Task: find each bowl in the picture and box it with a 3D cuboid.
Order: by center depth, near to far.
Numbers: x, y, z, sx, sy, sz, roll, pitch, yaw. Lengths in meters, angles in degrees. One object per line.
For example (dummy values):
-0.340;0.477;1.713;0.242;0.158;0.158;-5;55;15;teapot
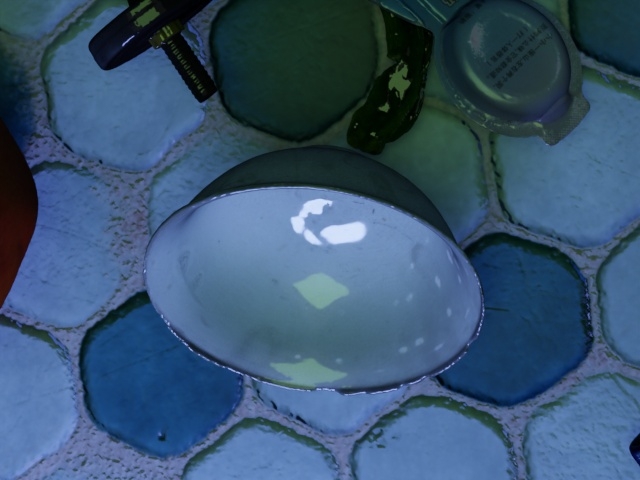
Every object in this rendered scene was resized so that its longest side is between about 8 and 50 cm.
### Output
0.000;0.000;1.562;0.313;0.146;0.313;5;140;4;bowl

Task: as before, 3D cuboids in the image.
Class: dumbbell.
-0.195;-0.270;1.576;0.143;0.143;0.325;-34;91;10;dumbbell

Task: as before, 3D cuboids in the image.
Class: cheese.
0.151;-0.191;1.569;0.245;0.052;0.135;45;74;3;cheese

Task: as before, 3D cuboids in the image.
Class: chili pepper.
0.068;-0.171;1.598;0.073;0.050;0.182;7;95;15;chili pepper

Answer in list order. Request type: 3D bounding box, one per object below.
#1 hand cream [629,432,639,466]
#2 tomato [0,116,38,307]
0.409;0.278;1.607;0.120;0.061;0.270;-37;99;6;hand cream
-0.434;-0.017;1.582;0.341;0.273;0.341;-1;107;-2;tomato
